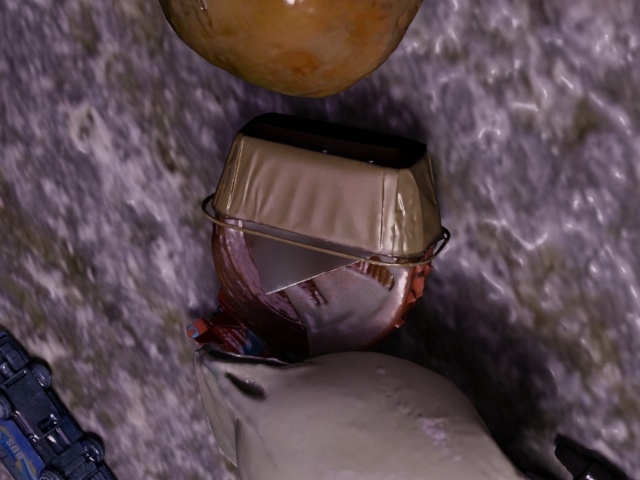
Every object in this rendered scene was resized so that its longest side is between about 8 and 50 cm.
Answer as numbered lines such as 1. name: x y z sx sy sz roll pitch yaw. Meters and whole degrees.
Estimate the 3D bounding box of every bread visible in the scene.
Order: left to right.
1. bread: 0.000 0.000 0.971 0.224 0.142 0.211 14 111 17

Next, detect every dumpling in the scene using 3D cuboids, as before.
1. dumpling: 0.045 0.219 0.948 0.341 0.181 0.260 4 135 3

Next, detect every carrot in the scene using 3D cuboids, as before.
1. carrot: 0.007 -0.289 0.822 0.224 0.224 0.340 31 111 9

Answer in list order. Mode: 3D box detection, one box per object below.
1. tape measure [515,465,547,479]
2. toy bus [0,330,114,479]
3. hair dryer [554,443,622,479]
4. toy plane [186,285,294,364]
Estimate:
1. tape measure: 0.172 0.307 1.035 0.178 0.105 0.196 -31 94 28
2. toy bus: -0.333 0.222 1.230 0.094 0.079 0.236 -30 96 44
3. hair dryer: 0.310 0.289 0.996 0.248 0.070 0.114 38 118 10
4. toy plane: -0.050 0.130 1.086 0.189 0.061 0.130 40 118 -1
